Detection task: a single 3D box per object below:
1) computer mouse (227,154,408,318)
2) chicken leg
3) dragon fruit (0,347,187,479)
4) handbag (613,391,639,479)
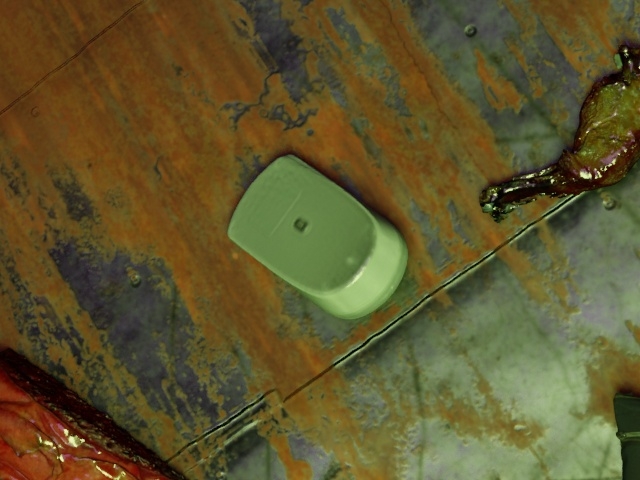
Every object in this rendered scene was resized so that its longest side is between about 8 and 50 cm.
[{"bbox_3d":[0.000,0.000,1.535,0.128,0.079,0.231,-50,54,-1],"label":"computer mouse"},{"bbox_3d":[0.279,-0.100,1.480,0.253,0.051,0.106,-43,64,6],"label":"chicken leg"},{"bbox_3d":[-0.321,0.270,1.536,0.317,0.152,0.205,31,90,21],"label":"dragon fruit"},{"bbox_3d":[0.404,0.249,1.341,0.254,0.088,0.211,-5,83,28],"label":"handbag"}]
